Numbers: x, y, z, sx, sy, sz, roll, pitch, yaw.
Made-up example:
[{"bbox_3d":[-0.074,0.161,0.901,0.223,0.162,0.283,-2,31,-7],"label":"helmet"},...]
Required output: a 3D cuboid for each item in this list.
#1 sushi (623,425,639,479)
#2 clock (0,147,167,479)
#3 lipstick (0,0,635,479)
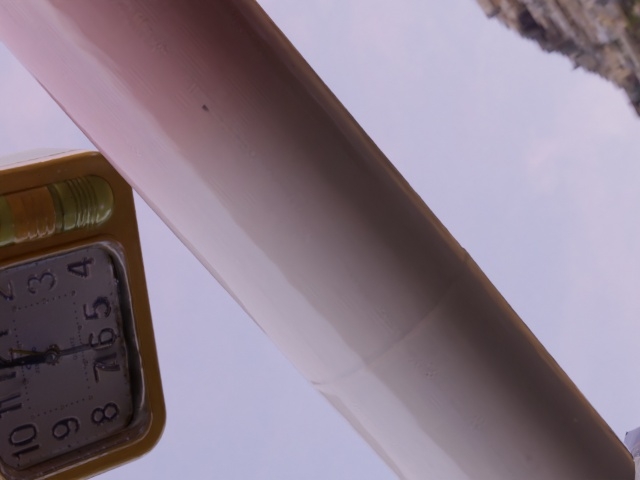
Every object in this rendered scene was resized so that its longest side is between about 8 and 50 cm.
[{"bbox_3d":[0.249,0.194,0.742,0.109,0.273,0.134,-36,-103,-13],"label":"sushi"},{"bbox_3d":[-0.182,0.050,0.696,0.143,0.096,0.202,-18,-73,-39],"label":"clock"},{"bbox_3d":[0.000,0.000,0.459,0.327,0.087,0.087,49,-131,-13],"label":"lipstick"}]
